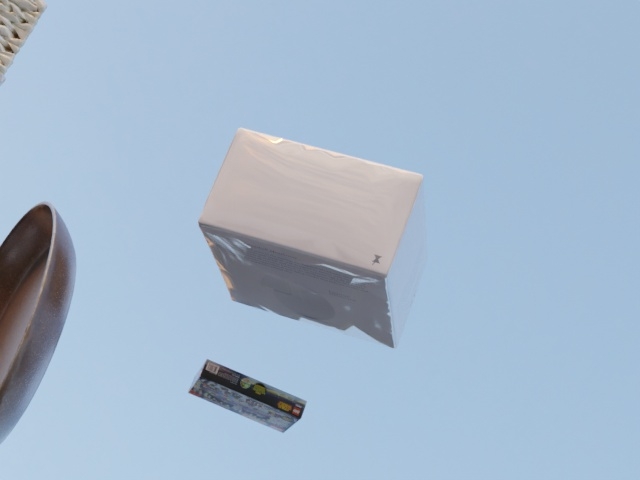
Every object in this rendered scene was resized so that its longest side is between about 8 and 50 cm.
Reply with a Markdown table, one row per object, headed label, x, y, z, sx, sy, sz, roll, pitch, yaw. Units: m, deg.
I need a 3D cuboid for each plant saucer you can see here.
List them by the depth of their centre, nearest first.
| label | x | y | z | sx | sy | sz | roll | pitch | yaw |
| --- | --- | --- | --- | --- | --- | --- | --- | --- | --- |
| plant saucer | -0.336 | 0.108 | 1.288 | 0.050 | 0.310 | 0.310 | 26 | -52 | -24 |

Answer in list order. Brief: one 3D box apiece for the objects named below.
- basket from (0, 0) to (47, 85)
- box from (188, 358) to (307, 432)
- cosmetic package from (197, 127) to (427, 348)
| label | x | y | z | sx | sy | sz | roll | pitch | yaw |
| --- | --- | --- | --- | --- | --- | --- | --- | --- | --- |
| basket | -0.352 | -0.224 | 1.141 | 0.167 | 0.113 | 0.103 | 36 | -98 | -19 |
| box | -0.093 | 0.197 | 1.526 | 0.137 | 0.027 | 0.094 | 24 | -24 | -6 |
| cosmetic package | 0.000 | 0.000 | 1.425 | 0.224 | 0.138 | 0.224 | 16 | -21 | 13 |
